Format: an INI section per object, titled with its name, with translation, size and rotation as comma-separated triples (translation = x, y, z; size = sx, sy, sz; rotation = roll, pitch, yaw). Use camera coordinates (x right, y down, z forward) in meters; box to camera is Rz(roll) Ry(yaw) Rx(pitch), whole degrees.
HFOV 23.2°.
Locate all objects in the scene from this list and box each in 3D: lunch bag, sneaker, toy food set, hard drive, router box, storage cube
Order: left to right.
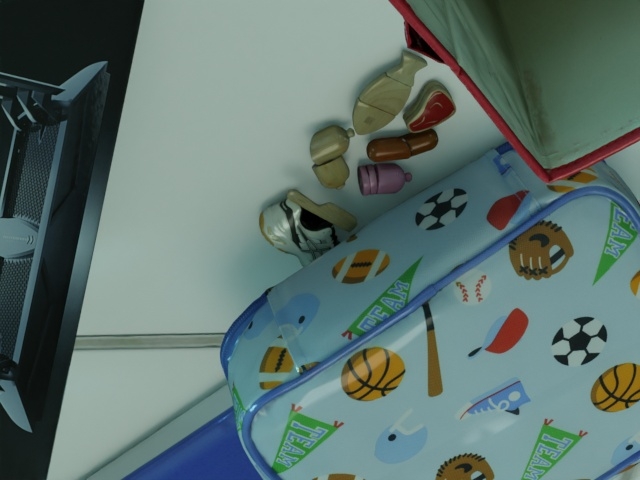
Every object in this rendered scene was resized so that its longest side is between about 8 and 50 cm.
[router box]
translation = -0.235, -0.019, 0.767
size = 0.243, 0.081, 0.309
rotation = 12, 90, -22
[hard drive]
translation = -0.026, 0.181, 1.186
size = 0.318, 0.040, 0.210
rotation = -35, 132, 26
[sneaker]
translation = 0.000, 0.000, 1.001
size = 0.037, 0.032, 0.083
rotation = -36, 132, 26
[toy food set]
translation = 0.036, -0.061, 0.953
size = 0.078, 0.019, 0.122
rotation = 28, 118, -34
[lunch bag]
translation = 0.096, 0.091, 1.001
size = 0.303, 0.115, 0.243
rotation = -33, 123, 6
[storage cube]
translation = 0.122, -0.181, 0.708
size = 0.215, 0.193, 0.183
rotation = -28, 135, 20
